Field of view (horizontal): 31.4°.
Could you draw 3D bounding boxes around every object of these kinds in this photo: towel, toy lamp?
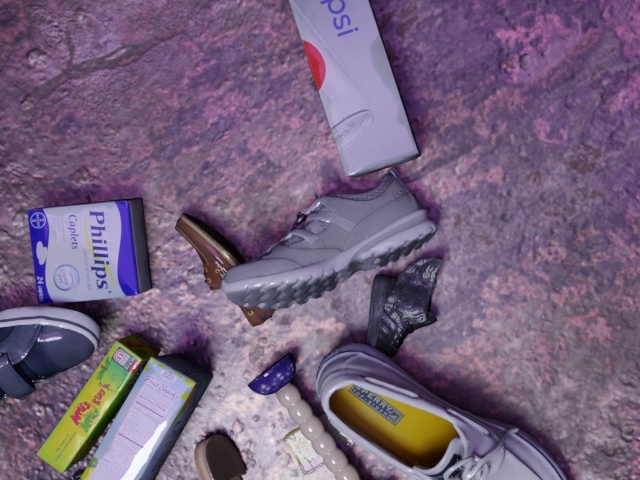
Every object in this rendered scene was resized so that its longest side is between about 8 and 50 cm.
[{"bbox_3d":[-0.002,0.263,1.490,0.083,0.009,0.060,-33,88,6],"label":"towel"},{"bbox_3d":[0.013,0.274,1.445,0.080,0.080,0.274,-38,87,6],"label":"toy lamp"}]

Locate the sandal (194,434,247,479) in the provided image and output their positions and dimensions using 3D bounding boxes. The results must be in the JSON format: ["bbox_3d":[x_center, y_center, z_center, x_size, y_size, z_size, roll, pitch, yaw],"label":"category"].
[{"bbox_3d":[-0.123,0.377,1.488,0.079,0.088,0.240,-26,81,38],"label":"sandal"}]

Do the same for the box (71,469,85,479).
[{"bbox_3d":[-0.282,0.331,1.518,0.083,0.018,0.067,-17,90,6],"label":"box"}]

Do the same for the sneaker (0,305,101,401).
[{"bbox_3d":[-0.436,0.173,1.461,0.321,0.126,0.127,-10,53,13],"label":"sneaker"}]

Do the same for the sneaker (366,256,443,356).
[{"bbox_3d":[0.107,0.102,1.452,0.089,0.051,0.170,5,89,10],"label":"sneaker"}]

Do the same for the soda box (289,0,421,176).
[{"bbox_3d":[0.036,-0.226,1.427,0.098,0.091,0.286,-18,90,7],"label":"soda box"}]

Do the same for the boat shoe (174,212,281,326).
[{"bbox_3d":[-0.126,0.039,1.468,0.178,0.064,0.060,44,96,-1],"label":"boat shoe"}]

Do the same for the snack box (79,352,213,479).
[{"bbox_3d":[-0.220,0.246,1.418,0.070,0.174,0.207,28,88,4],"label":"snack box"}]

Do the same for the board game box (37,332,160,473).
[{"bbox_3d":[-0.286,0.208,1.477,0.043,0.092,0.181,36,95,5],"label":"board game box"}]

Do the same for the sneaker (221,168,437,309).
[{"bbox_3d":[0.000,0.000,1.428,0.281,0.105,0.115,-21,73,-17],"label":"sneaker"}]

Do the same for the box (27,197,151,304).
[{"bbox_3d":[-0.299,0.013,1.481,0.137,0.072,0.126,-6,92,6],"label":"box"}]

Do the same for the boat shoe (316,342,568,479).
[{"bbox_3d":[0.155,0.262,1.378,0.367,0.156,0.136,36,104,-7],"label":"boat shoe"}]
